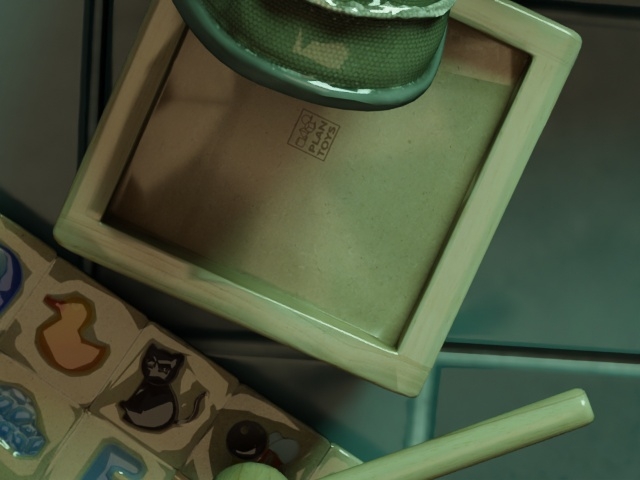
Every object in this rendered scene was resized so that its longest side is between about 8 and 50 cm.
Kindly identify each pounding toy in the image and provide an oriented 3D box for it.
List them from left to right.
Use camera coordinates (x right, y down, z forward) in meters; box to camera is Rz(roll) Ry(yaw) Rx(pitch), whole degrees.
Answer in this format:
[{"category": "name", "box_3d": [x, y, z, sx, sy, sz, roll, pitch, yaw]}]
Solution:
[{"category": "pounding toy", "box_3d": [0.006, 0.009, 0.605, 0.181, 0.094, 0.206, 24, 97, -5]}]

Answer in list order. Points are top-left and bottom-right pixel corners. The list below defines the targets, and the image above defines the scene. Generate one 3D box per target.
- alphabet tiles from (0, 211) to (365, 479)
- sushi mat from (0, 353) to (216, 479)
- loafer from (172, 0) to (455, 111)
[{"category": "alphabet tiles", "box_3d": [-0.117, 0.107, 0.641, 0.237, 0.009, 0.198, 35, 94, -6]}, {"category": "sushi mat", "box_3d": [-0.023, 0.193, 0.670, 0.316, 0.019, 0.151, 39, 94, -7]}, {"category": "loafer", "box_3d": [0.004, -0.153, 0.522, 0.094, 0.087, 0.251, 7, 60, -16]}]
